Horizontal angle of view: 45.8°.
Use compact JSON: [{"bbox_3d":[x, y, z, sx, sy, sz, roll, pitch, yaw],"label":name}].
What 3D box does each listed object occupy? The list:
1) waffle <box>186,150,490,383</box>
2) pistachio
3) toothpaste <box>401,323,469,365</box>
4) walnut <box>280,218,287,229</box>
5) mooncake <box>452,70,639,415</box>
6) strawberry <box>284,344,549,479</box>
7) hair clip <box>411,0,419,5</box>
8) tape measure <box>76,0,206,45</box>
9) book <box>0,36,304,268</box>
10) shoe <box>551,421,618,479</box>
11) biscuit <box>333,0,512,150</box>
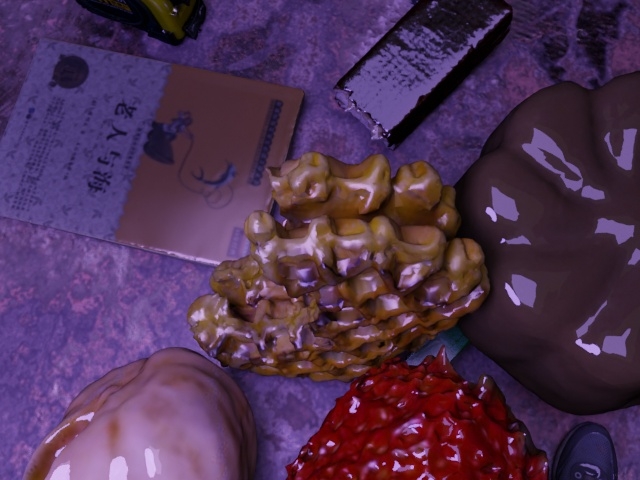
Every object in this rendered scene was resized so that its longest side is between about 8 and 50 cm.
[{"bbox_3d":[0.011,0.044,0.798,0.261,0.324,0.151,13,60,-19],"label":"waffle"},{"bbox_3d":[-0.188,0.269,0.796,0.238,0.229,0.321,21,82,-26],"label":"pistachio"},{"bbox_3d":[0.162,0.111,0.921,0.043,0.037,0.178,44,80,9],"label":"toothpaste"},{"bbox_3d":[0.000,0.000,0.948,0.121,0.052,0.091,5,111,5],"label":"walnut"},{"bbox_3d":[0.322,-0.002,0.843,0.378,0.201,0.378,2,69,-5],"label":"mooncake"},{"bbox_3d":[0.057,0.280,0.740,0.343,0.292,0.292,-25,74,-18],"label":"strawberry"},{"bbox_3d":[0.185,-0.363,1.057,0.124,0.052,0.195,-8,78,6],"label":"hair clip"},{"bbox_3d":[-0.255,-0.356,1.001,0.199,0.186,0.112,19,83,9],"label":"tape measure"},{"bbox_3d":[-0.237,-0.119,1.008,0.389,0.032,0.269,12,75,7],"label":"book"},{"bbox_3d":[0.291,0.297,0.838,0.074,0.077,0.194,20,75,8],"label":"shoe"},{"bbox_3d":[0.132,-0.235,0.992,0.106,0.070,0.252,44,88,13],"label":"biscuit"}]
